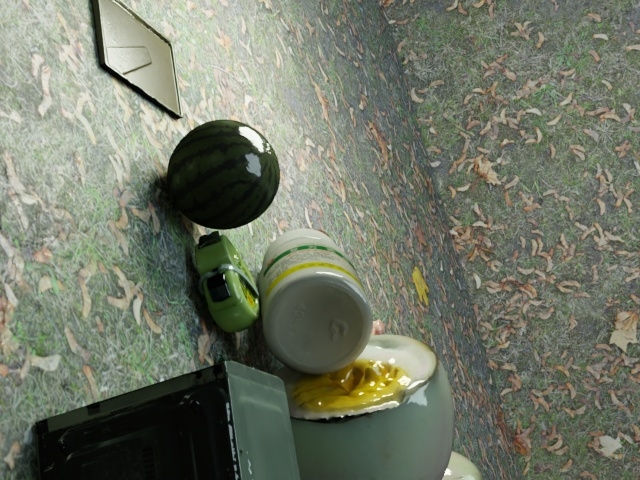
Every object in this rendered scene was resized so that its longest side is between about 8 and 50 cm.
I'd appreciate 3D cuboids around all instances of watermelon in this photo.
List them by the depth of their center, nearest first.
[{"bbox_3d":[-0.183,-0.120,1.767,0.212,0.212,0.212,53,26,-40],"label":"watermelon"}]

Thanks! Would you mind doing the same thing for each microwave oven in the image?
[{"bbox_3d":[-0.195,0.299,1.200,0.181,0.295,0.237,36,39,-59],"label":"microwave oven"}]

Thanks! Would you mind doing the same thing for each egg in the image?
[{"bbox_3d":[0.091,0.398,1.818,0.354,0.354,0.340,-58,138,-66],"label":"egg"},{"bbox_3d":[0.366,0.683,2.542,0.271,0.161,0.206,69,18,-1],"label":"egg"}]

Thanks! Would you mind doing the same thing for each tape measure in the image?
[{"bbox_3d":[-0.171,0.096,1.771,0.154,0.087,0.177,-103,166,-45],"label":"tape measure"}]

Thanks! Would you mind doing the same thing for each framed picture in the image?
[{"bbox_3d":[-0.352,-0.364,1.834,0.265,0.018,0.192,34,41,-60],"label":"framed picture"}]

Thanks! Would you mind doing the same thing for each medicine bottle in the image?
[{"bbox_3d":[-0.021,0.106,1.891,0.208,0.208,0.340,63,3,-19],"label":"medicine bottle"}]

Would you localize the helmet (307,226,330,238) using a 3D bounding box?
[{"bbox_3d":[0.001,-0.002,2.383,0.065,0.049,0.084,14,59,-66],"label":"helmet"}]

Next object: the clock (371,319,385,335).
[{"bbox_3d":[0.084,0.331,2.186,0.227,0.142,0.241,-42,121,-69],"label":"clock"}]

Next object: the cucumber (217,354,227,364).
[{"bbox_3d":[-0.172,0.268,1.684,0.037,0.037,0.155,46,31,-50],"label":"cucumber"}]
